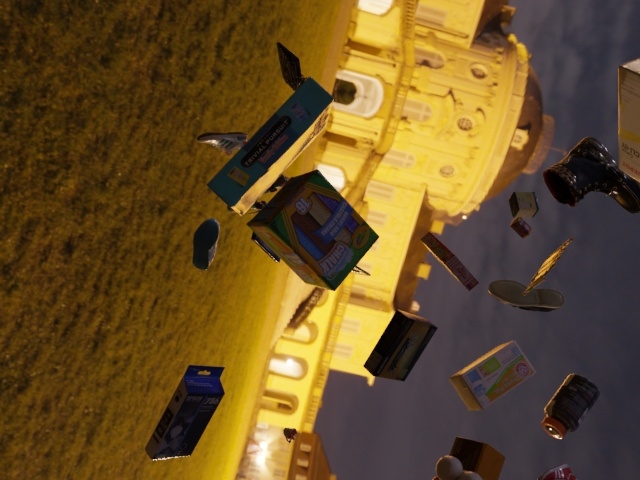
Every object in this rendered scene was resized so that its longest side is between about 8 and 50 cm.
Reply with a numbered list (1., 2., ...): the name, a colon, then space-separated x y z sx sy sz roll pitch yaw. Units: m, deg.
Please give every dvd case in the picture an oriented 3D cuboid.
1. dvd case: -0.214 -0.033 2.280 0.253 0.022 0.180 52 46 -57

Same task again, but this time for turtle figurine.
1. turtle figurine: -0.208 -0.144 1.607 0.234 0.175 0.118 -36 -171 15

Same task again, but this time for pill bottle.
1. pill bottle: 0.951 0.641 2.036 0.246 0.130 0.130 -40 168 -24

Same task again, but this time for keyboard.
1. keyboard: -0.078 -0.430 1.384 0.038 0.100 0.192 -49 172 -6

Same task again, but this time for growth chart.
1. growth chart: 0.855 0.094 1.987 0.237 0.021 0.172 -45 169 -24

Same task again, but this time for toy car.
1. toy car: 0.383 0.696 1.455 0.136 0.159 0.182 -48 -147 -13

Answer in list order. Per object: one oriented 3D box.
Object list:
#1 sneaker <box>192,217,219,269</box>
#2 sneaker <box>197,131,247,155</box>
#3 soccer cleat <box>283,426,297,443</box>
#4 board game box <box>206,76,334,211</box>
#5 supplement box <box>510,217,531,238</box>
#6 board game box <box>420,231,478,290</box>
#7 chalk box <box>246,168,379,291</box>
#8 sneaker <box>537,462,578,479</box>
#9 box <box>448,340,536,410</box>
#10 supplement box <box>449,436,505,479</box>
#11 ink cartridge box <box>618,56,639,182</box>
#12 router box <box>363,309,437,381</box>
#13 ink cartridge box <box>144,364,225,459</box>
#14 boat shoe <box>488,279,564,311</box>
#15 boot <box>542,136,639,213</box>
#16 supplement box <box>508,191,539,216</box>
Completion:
1. sneaker: -0.421 0.000 1.965 0.092 0.087 0.228 -78 -170 -52
2. sneaker: -0.308 -0.303 1.682 0.057 0.161 0.075 32 -54 59
3. soccer cleat: -0.080 0.490 1.352 0.029 0.035 0.083 -33 156 -26
4. board game box: -0.117 -0.214 1.290 0.336 0.079 0.254 -48 -179 -4
5. supplement box: 0.906 -0.059 2.397 0.043 0.083 0.055 -43 -177 47
6. board game box: 0.416 0.065 1.726 0.045 0.147 0.193 -43 -154 6
7. chalk box: 0.000 0.000 1.278 0.179 0.289 0.180 -48 -163 -16
8. sneaker: 0.616 0.622 1.366 0.067 0.118 0.042 57 -40 39
9. box: 0.498 0.392 1.538 0.114 0.203 0.103 58 -16 14
10. supplement box: 0.680 1.005 2.363 0.194 0.129 0.191 -18 -143 59
11. ink cartridge box: 1.064 -0.346 1.620 0.279 0.160 0.384 -108 175 -56
12. router box: 0.364 0.481 2.405 0.081 0.243 0.308 39 -77 47
13. ink cartridge box: -0.437 0.573 1.771 0.065 0.165 0.332 33 -81 40
14. boat shoe: 0.941 0.267 2.467 0.113 0.340 0.127 92 3 -60
15. boot: 1.113 -0.218 2.160 0.284 0.377 0.138 -31 168 -19
16. supplement box: 0.774 -0.137 2.023 0.056 0.083 0.083 94 -5 -60
